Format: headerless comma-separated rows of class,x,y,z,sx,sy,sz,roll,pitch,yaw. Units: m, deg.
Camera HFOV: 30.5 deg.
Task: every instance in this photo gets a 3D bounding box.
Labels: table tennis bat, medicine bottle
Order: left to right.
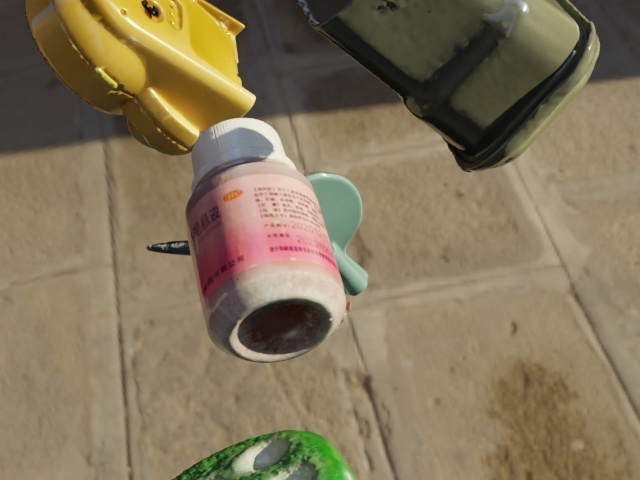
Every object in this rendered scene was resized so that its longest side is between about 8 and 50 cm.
medicine bottle,-0.065,-0.006,1.196,0.147,0.147,0.247,-13,52,-5
table tennis bat,0.000,0.000,1.445,0.149,0.237,0.038,-39,49,2

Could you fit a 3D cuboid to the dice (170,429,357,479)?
dice,-0.050,0.402,1.267,0.297,0.300,0.287,-28,12,-10

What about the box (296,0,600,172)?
box,0.061,-0.186,0.855,0.138,0.178,0.274,-50,37,19

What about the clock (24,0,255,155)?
clock,-0.269,-0.288,1.706,0.200,0.317,0.244,-36,40,21

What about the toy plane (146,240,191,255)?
toy plane,-0.117,0.007,1.617,0.246,0.078,0.169,2,79,-5
